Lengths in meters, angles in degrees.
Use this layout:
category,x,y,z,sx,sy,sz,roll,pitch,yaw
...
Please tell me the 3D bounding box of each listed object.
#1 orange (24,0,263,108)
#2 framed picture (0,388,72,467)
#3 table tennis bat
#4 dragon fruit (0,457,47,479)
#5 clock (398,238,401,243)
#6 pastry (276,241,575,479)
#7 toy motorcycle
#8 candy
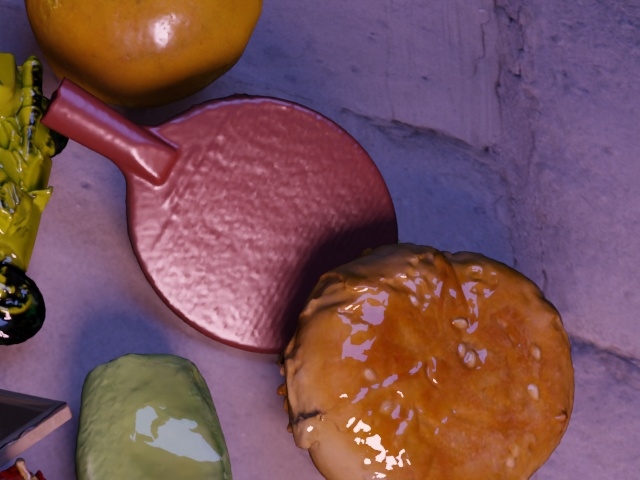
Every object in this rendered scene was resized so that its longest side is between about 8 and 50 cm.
category,x,y,z,sx,sy,sz,roll,pitch,yaw
orange,-0.203,-0.285,1.745,0.279,0.235,0.279,-3,70,7
framed picture,-0.394,0.200,1.248,0.232,0.024,0.315,5,27,38
table tennis bat,-0.105,-0.043,1.585,0.414,0.051,0.268,30,87,-12
dragon fruit,-0.271,0.299,1.188,0.152,0.205,0.317,43,45,14
clock,0.000,0.000,1.693,0.231,0.103,0.144,19,50,-9
pastry,0.098,0.146,1.535,0.315,0.184,0.284,-3,79,-25
toy motorcycle,-0.366,-0.051,1.528,0.206,0.142,0.342,27,44,-28
candy,-0.142,0.258,1.358,0.142,0.132,0.343,-11,50,-5
